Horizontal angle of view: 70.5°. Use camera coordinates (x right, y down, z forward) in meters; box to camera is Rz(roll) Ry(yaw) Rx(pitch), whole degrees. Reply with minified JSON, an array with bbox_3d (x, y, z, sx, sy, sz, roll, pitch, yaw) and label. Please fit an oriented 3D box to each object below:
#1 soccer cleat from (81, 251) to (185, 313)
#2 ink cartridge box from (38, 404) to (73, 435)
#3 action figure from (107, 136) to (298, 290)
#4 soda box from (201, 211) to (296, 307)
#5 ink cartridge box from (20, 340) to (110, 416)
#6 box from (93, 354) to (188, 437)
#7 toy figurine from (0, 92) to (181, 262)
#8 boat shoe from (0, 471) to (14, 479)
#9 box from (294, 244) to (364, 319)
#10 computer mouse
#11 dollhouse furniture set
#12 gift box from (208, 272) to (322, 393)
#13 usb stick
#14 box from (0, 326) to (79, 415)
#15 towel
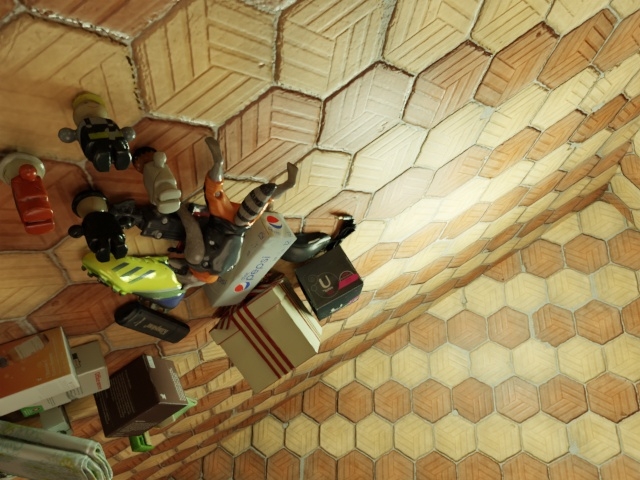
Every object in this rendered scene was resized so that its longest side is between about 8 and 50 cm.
[{"bbox_3d":[-0.403,0.071,1.012,0.121,0.093,0.289,-60,151,-12],"label":"soccer cleat"},{"bbox_3d":[-0.782,0.522,1.333,0.056,0.099,0.135,-22,153,-29],"label":"ink cartridge box"},{"bbox_3d":[-0.229,-0.032,0.902,0.341,0.178,0.330,1,130,-48],"label":"action figure"},{"bbox_3d":[-0.193,0.052,1.162,0.098,0.091,0.286,1,139,-49],"label":"soda box"},{"bbox_3d":[-0.675,0.360,1.185,0.208,0.087,0.153,-13,148,-30],"label":"ink cartridge box"},{"bbox_3d":[-0.568,0.496,1.433,0.203,0.168,0.167,-32,153,2],"label":"box"},{"bbox_3d":[-0.350,-0.093,0.710,0.209,0.148,0.213,-41,150,5],"label":"toy figurine"},{"bbox_3d":[-1.025,0.732,1.468,0.070,0.078,0.219,-22,160,-16],"label":"boat shoe"},{"bbox_3d":[0.028,0.144,1.438,0.165,0.143,0.270,-29,164,-7],"label":"box"},{"bbox_3d":[0.000,0.000,1.310,0.262,0.060,0.184,-2,142,-45],"label":"computer mouse"},{"bbox_3d":[-0.603,0.720,1.795,0.197,0.151,0.301,-29,153,-6],"label":"dollhouse furniture set"},{"bbox_3d":[-0.151,0.249,1.319,0.255,0.258,0.276,-36,-179,2],"label":"gift box"},{"bbox_3d":[-0.453,0.231,1.244,0.077,0.045,0.278,-31,153,0],"label":"usb stick"},{"bbox_3d":[-0.668,0.298,1.041,0.170,0.130,0.091,-18,151,-27],"label":"box"},{"bbox_3d":[-0.804,0.612,1.297,0.374,0.090,0.321,14,138,-4],"label":"towel"}]
